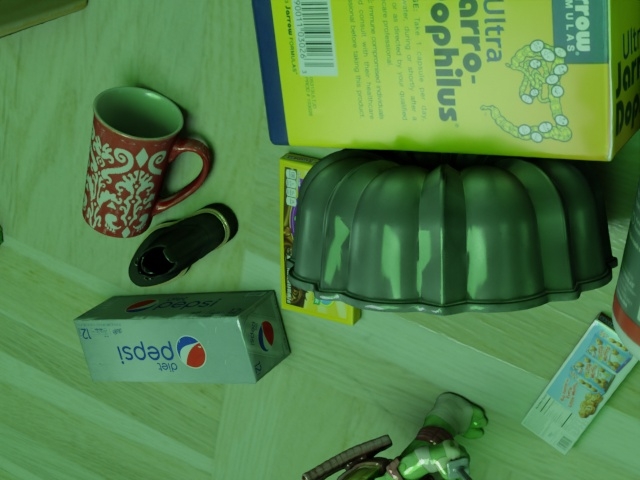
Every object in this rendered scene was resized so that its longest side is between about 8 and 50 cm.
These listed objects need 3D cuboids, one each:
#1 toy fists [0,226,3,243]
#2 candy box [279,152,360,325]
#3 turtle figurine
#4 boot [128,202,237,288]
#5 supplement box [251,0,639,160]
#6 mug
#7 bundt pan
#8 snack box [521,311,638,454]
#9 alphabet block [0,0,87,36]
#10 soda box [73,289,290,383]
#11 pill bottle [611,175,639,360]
[{"bbox_3d":[-0.601,0.044,1.713,0.279,0.142,0.096,-33,93,37],"label":"toy fists"},{"bbox_3d":[0.000,0.000,1.401,0.105,0.027,0.206,11,118,23],"label":"candy box"},{"bbox_3d":[0.130,0.312,1.317,0.274,0.266,0.198,-4,110,33],"label":"turtle figurine"},{"bbox_3d":[-0.215,0.025,1.474,0.198,0.137,0.077,-35,91,38],"label":"boot"},{"bbox_3d":[0.135,-0.204,1.118,0.356,0.194,0.195,5,114,29],"label":"supplement box"},{"bbox_3d":[-0.232,-0.085,1.452,0.150,0.113,0.169,33,128,16],"label":"mug"},{"bbox_3d":[0.125,-0.032,1.134,0.330,0.331,0.124,5,105,30],"label":"bundt pan"},{"bbox_3d":[0.297,0.165,1.301,0.064,0.022,0.178,36,126,13],"label":"snack box"},{"bbox_3d":[-0.441,-0.335,1.406,0.192,0.197,0.194,-8,108,33],"label":"alphabet block"},{"bbox_3d":[-0.188,0.130,1.535,0.286,0.091,0.098,-4,108,32],"label":"soda box"},{"bbox_3d":[0.395,-0.059,1.021,0.210,0.210,0.363,18,120,23],"label":"pill bottle"}]
